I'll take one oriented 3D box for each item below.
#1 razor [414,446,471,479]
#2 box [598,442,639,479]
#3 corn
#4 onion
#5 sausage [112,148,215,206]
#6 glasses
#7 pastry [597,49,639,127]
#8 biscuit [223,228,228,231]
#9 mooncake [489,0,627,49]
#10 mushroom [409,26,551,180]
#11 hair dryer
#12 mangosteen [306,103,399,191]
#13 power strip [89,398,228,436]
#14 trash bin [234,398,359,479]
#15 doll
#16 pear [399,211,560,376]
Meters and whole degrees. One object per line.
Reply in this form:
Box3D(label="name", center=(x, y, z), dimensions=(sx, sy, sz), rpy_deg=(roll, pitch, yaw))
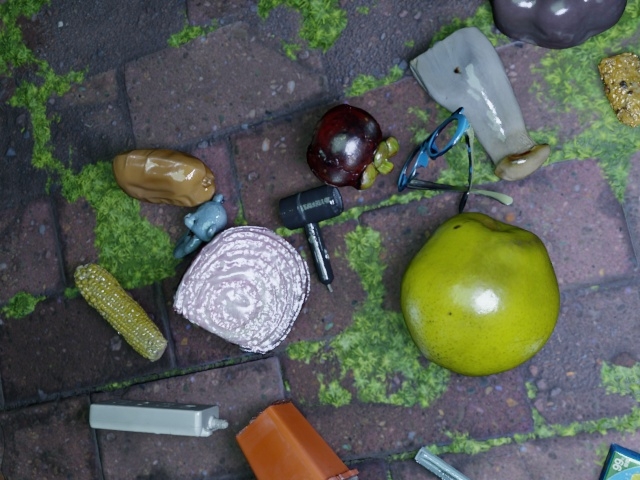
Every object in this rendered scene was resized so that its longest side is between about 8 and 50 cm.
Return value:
Box3D(label="razor", center=(0.302, 0.488, 1.390), dimensions=(0.277, 0.056, 0.111), rpy_deg=(33, 97, 26))
Box3D(label="box", center=(0.553, 0.478, 1.281), dimensions=(0.139, 0.073, 0.194), rpy_deg=(19, 94, 19))
Box3D(label="corn", center=(-0.458, 0.161, 1.661), dimensions=(0.288, 0.086, 0.086), rpy_deg=(43, 102, 15))
Box3D(label="onion", center=(-0.157, 0.095, 1.531), dimensions=(0.250, 0.111, 0.248), rpy_deg=(30, 82, -7))
Box3D(label="sausage", center=(-0.343, -0.140, 1.610), dimensions=(0.241, 0.136, 0.120), rpy_deg=(8, 84, 16))
Box3D(label="glasses", center=(0.247, -0.117, 1.371), dimensions=(0.207, 0.102, 0.239), rpy_deg=(55, 148, 8))
Box3D(label="pastry", center=(0.559, -0.272, 1.324), dimensions=(0.079, 0.056, 0.140), rpy_deg=(-12, 77, 12))
Box3D(label="biscuit", center=(-0.226, 0.066, 1.593), dimensions=(0.052, 0.056, 0.188), rpy_deg=(37, 100, 36))
Box3D(label="mooncake", center=(0.430, -0.514, 1.332), dimensions=(0.305, 0.154, 0.306), rpy_deg=(-2, 85, 22))
Box3D(label="mushroom", center=(0.309, -0.257, 1.395), dimensions=(0.159, 0.122, 0.329), rpy_deg=(-43, 70, 50))
Box3D(label="hair dryer", center=(0.000, 0.000, 1.514), dimensions=(0.124, 0.071, 0.219), rpy_deg=(-14, 89, 19))
Box3D(label="mangosteen", center=(0.064, -0.178, 1.453), dimensions=(0.180, 0.166, 0.166), rpy_deg=(25, 96, -1))
Box3D(label="power strip", center=(-0.360, 0.390, 1.607), dimensions=(0.338, 0.098, 0.058), rpy_deg=(-1, 85, 20))
Box3D(label="trash bin", center=(-0.057, 0.452, 1.456), dimensions=(0.161, 0.184, 0.239), rpy_deg=(-45, 69, 13))
Box3D(label="doll", center=(-0.275, -0.027, 1.584), dimensions=(0.179, 0.075, 0.120), rpy_deg=(-29, 41, 32))
Box3D(label="pear", center=(0.280, 0.104, 1.298), dimensions=(0.294, 0.294, 0.294), rpy_deg=(-1, 87, 20))
